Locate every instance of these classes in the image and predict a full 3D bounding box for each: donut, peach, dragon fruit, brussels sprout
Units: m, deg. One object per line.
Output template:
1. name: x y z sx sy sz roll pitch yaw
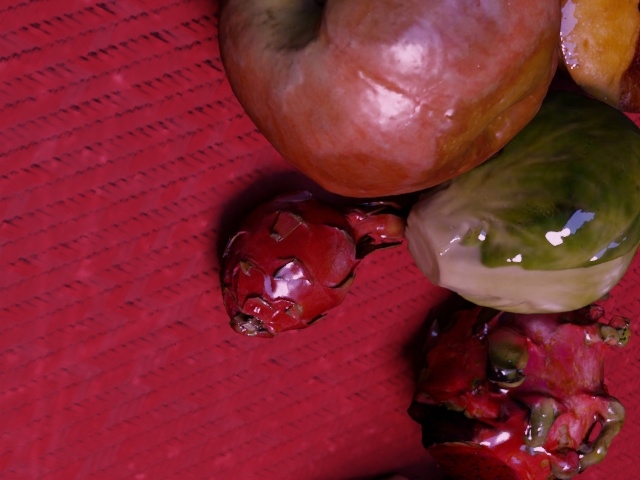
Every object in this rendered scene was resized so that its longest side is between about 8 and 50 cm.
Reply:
1. donut: 0.237 -0.190 0.880 0.166 0.073 0.184 15 100 -27
2. peach: 0.061 -0.137 0.746 0.235 0.214 0.214 -1 108 -45
3. dragon fruit: 0.000 0.000 0.842 0.190 0.094 0.094 -33 120 -35
4. dragon fruit: 0.156 0.102 0.895 0.160 0.166 0.172 20 62 9
5. brussels sprout: 0.157 -0.022 0.828 0.183 0.145 0.131 -47 164 -16

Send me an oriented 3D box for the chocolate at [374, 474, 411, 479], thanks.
1. chocolate: 0.110 0.355 0.890 0.137 0.289 0.300 -27 117 -26

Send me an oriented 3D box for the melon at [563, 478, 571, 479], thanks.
1. melon: 0.159 0.228 0.972 0.098 0.098 0.130 23 92 -29
